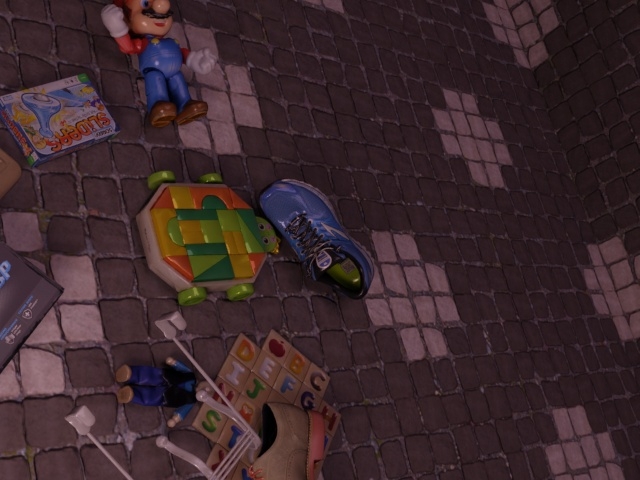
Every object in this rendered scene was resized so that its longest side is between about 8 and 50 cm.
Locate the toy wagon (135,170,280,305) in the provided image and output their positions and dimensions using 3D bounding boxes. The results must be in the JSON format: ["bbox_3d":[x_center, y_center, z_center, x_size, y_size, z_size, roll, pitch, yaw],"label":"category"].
[{"bbox_3d":[-0.205,-0.011,1.729,0.344,0.068,0.267,-2,68,-44],"label":"toy wagon"}]

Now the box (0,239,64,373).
[{"bbox_3d":[-0.531,0.110,1.315,0.175,0.051,0.220,42,62,-18],"label":"box"}]

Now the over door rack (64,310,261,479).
[{"bbox_3d":[-0.256,0.307,1.414,0.239,0.108,0.324,-50,124,-36],"label":"over door rack"}]

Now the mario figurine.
[{"bbox_3d":[-0.328,-0.406,1.765,0.198,0.170,0.321,-1,72,-81],"label":"mario figurine"}]

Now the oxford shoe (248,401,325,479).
[{"bbox_3d":[-0.079,0.452,1.536,0.130,0.123,0.348,24,44,-21],"label":"oxford shoe"}]

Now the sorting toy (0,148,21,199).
[{"bbox_3d":[-0.652,-0.094,1.382,0.229,0.041,0.307,46,43,-19],"label":"sorting toy"}]

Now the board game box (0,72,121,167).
[{"bbox_3d":[-0.490,-0.229,1.612,0.201,0.035,0.136,-33,91,-48],"label":"board game box"}]

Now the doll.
[{"bbox_3d":[-0.269,0.266,1.520,0.189,0.046,0.129,12,58,-43],"label":"doll"}]

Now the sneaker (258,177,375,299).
[{"bbox_3d":[0.000,0.000,1.840,0.330,0.130,0.147,43,16,-15],"label":"sneaker"}]

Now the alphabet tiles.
[{"bbox_3d":[-0.094,0.347,1.663,0.285,0.011,0.342,42,44,-17],"label":"alphabet tiles"}]
